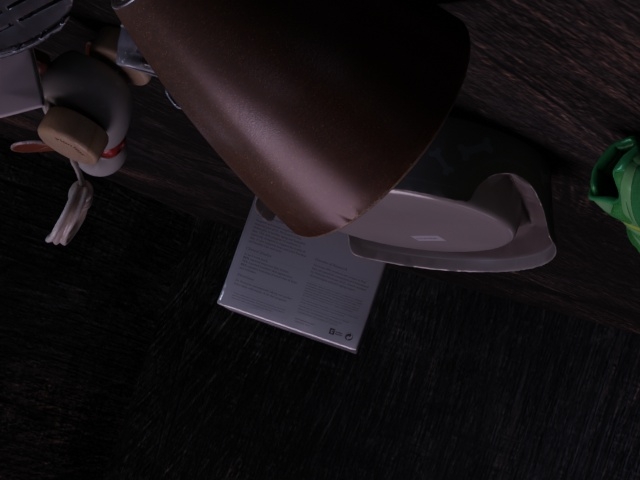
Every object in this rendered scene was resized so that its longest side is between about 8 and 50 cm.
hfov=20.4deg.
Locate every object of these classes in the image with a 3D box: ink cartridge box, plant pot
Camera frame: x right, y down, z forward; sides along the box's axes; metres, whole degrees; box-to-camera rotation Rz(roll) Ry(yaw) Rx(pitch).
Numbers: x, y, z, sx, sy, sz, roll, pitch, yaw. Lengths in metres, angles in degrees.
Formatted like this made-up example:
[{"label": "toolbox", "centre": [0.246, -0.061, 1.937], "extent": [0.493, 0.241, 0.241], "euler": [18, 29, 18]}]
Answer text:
[{"label": "ink cartridge box", "centre": [-0.463, -0.190, 2.087], "extent": [0.198, 0.115, 0.273], "euler": [-17, -168, -22]}, {"label": "plant pot", "centre": [-0.041, -0.153, 1.374], "extent": [0.230, 0.215, 0.215], "euler": [36, 169, -24]}]

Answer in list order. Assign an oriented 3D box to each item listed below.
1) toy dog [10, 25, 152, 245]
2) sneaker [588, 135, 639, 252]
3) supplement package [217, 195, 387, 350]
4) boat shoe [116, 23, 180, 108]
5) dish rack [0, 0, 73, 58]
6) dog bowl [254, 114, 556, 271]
[{"label": "toy dog", "centre": [-0.314, -0.165, 2.209], "extent": [0.161, 0.220, 0.334], "euler": [32, 145, 0]}, {"label": "sneaker", "centre": [0.327, -0.050, 1.718], "extent": [0.123, 0.109, 0.295], "euler": [41, 180, 8]}, {"label": "supplement package", "centre": [0.000, 0.000, 2.446], "extent": [0.199, 0.263, 0.198], "euler": [19, 176, 3]}, {"label": "boat shoe", "centre": [-0.149, -0.187, 1.993], "extent": [0.079, 0.081, 0.227], "euler": [15, 174, 40]}, {"label": "dish rack", "centre": [-0.335, -0.243, 1.433], "extent": [0.271, 0.074, 0.208], "euler": [45, 147, -23]}, {"label": "dog bowl", "centre": [0.103, -0.057, 2.018], "extent": [0.348, 0.102, 0.349], "euler": [10, 167, 2]}]
